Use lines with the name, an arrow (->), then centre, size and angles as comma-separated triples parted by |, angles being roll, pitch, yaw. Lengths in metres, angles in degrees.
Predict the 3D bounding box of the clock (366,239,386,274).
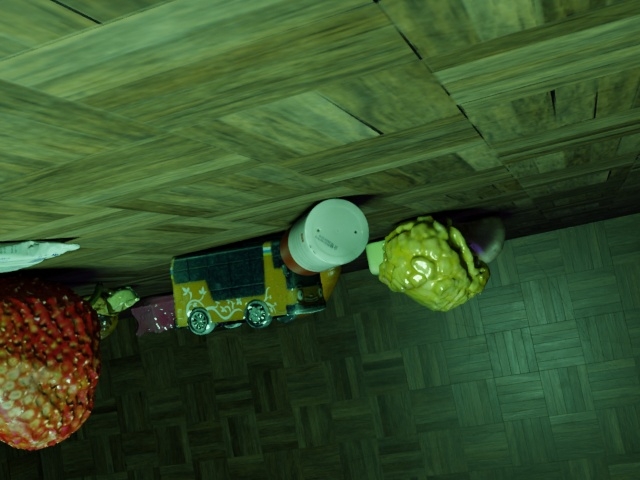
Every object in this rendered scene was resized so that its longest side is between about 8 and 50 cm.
clock -> 0.268, 0.028, 2.034 | 0.235, 0.096, 0.308 | -14, 174, 19

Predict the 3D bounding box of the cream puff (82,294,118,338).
cream puff -> -0.596, 0.201, 1.990 | 0.133, 0.119, 0.104 | 37, 179, -43

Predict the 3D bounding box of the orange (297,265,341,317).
orange -> -0.082, 0.093, 2.068 | 0.274, 0.274, 0.310 | -6, 142, -43

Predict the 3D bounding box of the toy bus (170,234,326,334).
toy bus -> -0.139, 0.084, 1.443 | 0.275, 0.167, 0.138 | -8, 176, 26

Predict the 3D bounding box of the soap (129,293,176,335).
soap -> -0.537, 0.250, 2.594 | 0.220, 0.127, 0.325 | -9, 175, -15

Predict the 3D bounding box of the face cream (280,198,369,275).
face cream -> 0.000, 0.000, 1.182 | 0.096, 0.095, 0.214 | -10, 175, -14

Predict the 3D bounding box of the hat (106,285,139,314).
hat -> -0.510, 0.147, 1.928 | 0.076, 0.059, 0.077 | -33, 170, 29

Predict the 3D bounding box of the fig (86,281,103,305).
fig -> -0.541, 0.149, 1.584 | 0.149, 0.149, 0.245 | -16, -174, 42

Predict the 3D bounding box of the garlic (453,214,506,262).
garlic -> 0.405, -0.015, 1.875 | 0.115, 0.128, 0.207 | -34, 164, 10

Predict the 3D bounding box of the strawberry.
strawberry -> -0.500, 0.185, 1.244 | 0.267, 0.312, 0.351 | -30, 159, -10

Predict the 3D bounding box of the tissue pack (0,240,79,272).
tissue pack -> -0.422, 0.025, 0.957 | 0.123, 0.026, 0.193 | -15, 173, 37

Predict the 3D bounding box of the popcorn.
popcorn -> 0.238, 0.049, 1.627 | 0.250, 0.190, 0.250 | 28, 167, 7
